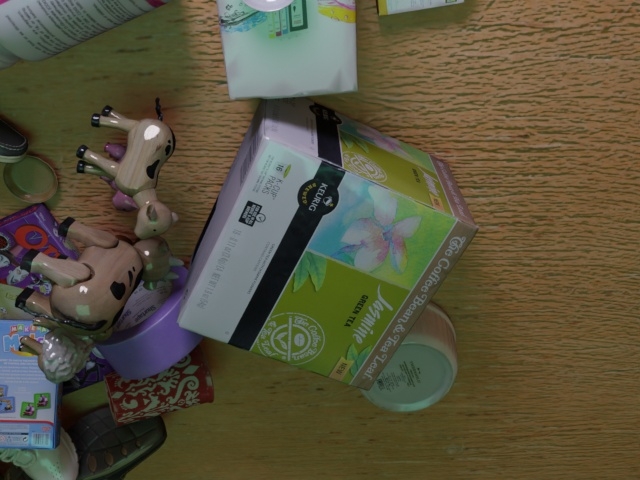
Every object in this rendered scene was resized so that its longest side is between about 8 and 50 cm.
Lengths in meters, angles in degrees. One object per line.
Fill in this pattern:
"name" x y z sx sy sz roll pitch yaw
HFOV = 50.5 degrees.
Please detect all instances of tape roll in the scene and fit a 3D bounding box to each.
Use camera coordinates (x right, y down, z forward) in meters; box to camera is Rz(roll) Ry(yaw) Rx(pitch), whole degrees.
"tape roll" -0.275 0.130 1.109 0.189 0.189 0.080 -23 120 11

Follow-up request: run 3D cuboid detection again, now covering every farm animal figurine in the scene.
"farm animal figurine" -0.287 0.011 0.970 0.172 0.326 0.330 21 136 -1

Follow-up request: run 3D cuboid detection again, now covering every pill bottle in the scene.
"pill bottle" -0.337 -0.323 0.850 0.283 0.160 0.160 -21 120 10

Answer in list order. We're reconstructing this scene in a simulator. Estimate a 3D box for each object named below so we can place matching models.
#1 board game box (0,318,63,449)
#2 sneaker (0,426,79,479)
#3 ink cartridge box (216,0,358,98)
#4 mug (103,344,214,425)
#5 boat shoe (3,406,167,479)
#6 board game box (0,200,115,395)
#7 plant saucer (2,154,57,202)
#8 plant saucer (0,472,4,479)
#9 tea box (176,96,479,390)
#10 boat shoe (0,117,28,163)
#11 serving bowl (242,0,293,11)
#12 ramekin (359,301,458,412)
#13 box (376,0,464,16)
"board game box" -0.516 0.238 1.137 0.160 0.039 0.211 2 87 -4
"sneaker" -0.560 0.349 1.215 0.111 0.129 0.297 -43 92 12
"ink cartridge box" -0.042 -0.318 0.861 0.168 0.171 0.232 -4 121 -1
"mug" -0.287 0.269 1.206 0.169 0.113 0.150 -14 139 -24
"boat shoe" -0.448 0.432 1.338 0.355 0.132 0.130 -25 144 10
"board game box" -0.472 0.116 1.177 0.208 0.056 0.347 -24 119 6
"plant saucer" -0.453 -0.098 1.065 0.083 0.015 0.083 -1 121 -1
"plant saucer" -0.797 0.499 1.371 0.333 0.081 0.332 -24 120 11
"tea box" 0.000 0.000 1.026 0.324 0.220 0.329 20 118 -15
"boat shoe" -0.522 -0.191 0.969 0.223 0.080 0.073 31 120 -14
"serving bowl" -0.059 -0.300 0.754 0.083 0.027 0.083 -1 121 -2
"ramekin" 0.151 0.214 1.227 0.207 0.109 0.207 -1 122 -2
"box" 0.141 -0.360 0.929 0.136 0.028 0.081 -9 121 0
